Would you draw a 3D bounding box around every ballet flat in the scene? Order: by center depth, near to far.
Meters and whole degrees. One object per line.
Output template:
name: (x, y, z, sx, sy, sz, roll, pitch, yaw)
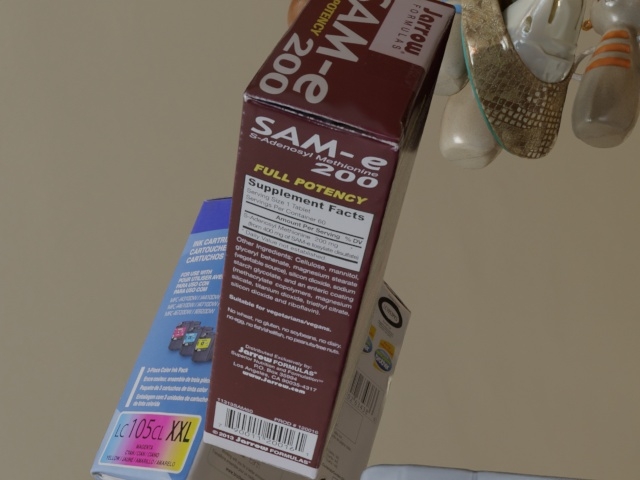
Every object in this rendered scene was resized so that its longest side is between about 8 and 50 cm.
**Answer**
ballet flat: (0.118, -0.153, 0.557, 0.073, 0.067, 0.206, -7, -99, -34)

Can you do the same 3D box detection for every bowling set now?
bowling set: (0.083, -0.157, 0.675, 0.200, 0.287, 0.154, 37, -120, -36)

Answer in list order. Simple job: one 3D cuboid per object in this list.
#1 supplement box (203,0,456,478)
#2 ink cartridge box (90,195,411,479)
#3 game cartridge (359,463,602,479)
supplement box: (0.000, 0.000, 0.496, 0.073, 0.239, 0.130, 18, -138, 6)
ink cartridge box: (-0.047, 0.129, 1.044, 0.270, 0.151, 0.395, 47, -127, -41)
game cartridge: (0.148, 0.206, 0.405, 0.062, 0.297, 0.198, 72, -156, -48)
